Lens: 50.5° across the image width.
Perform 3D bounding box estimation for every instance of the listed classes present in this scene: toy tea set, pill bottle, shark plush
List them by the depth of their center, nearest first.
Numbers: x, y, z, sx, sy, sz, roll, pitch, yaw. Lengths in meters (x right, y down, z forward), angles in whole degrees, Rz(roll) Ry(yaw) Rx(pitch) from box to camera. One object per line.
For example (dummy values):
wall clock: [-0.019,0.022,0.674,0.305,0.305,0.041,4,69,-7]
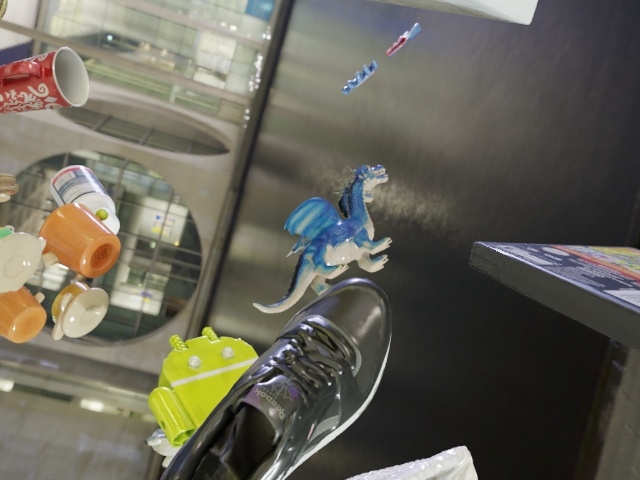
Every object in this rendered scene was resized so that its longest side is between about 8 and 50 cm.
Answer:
toy tea set: [-0.430,0.045,0.943,0.336,0.124,0.200,-4,-58,-63]
shark plush: [-0.266,0.368,1.301,0.161,0.073,0.067,-33,17,23]
pill bottle: [-0.516,-0.076,1.496,0.180,0.107,0.108,47,129,35]

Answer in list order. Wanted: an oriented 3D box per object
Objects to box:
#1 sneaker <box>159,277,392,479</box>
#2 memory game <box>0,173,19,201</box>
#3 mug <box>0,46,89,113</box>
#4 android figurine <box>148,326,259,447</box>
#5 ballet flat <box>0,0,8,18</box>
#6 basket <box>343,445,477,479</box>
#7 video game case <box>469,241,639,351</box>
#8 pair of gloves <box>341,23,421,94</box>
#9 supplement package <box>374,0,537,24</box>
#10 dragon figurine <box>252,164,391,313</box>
sneaker: [-0.022,0.136,0.572,0.283,0.107,0.124,-49,-10,-23]
memory game: [-0.565,-0.080,1.049,0.186,0.186,0.012,132,130,-68]
mug: [-0.563,-0.315,1.314,0.150,0.169,0.113,59,-150,-56]
android figurine: [-0.148,0.243,1.072,0.273,0.248,0.056,50,133,35]
ballet flat: [-0.581,-0.458,1.142,0.123,0.123,0.349,130,130,-66]
basket: [0.159,0.603,1.304,0.266,0.331,0.329,-22,74,31]
video game case: [0.329,0.056,0.664,0.275,0.248,0.035,32,117,59]
pair of gloves: [0.124,-0.372,1.386,0.198,0.023,0.159,-40,6,20]
supplement package: [0.069,-0.290,0.515,0.203,0.149,0.194,26,107,41]
dragon figurine: [0.000,0.000,0.957,0.144,0.289,0.085,47,157,27]
